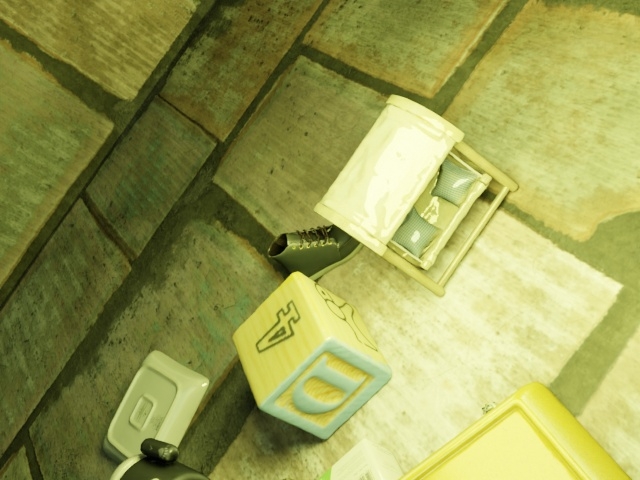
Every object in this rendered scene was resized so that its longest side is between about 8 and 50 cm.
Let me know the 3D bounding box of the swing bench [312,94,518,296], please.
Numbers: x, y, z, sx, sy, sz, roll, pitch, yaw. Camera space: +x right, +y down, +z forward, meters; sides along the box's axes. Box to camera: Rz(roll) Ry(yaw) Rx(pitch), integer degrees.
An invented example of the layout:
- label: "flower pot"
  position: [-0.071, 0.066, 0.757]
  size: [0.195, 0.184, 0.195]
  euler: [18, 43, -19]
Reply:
- label: "swing bench"
  position: [0.170, -0.080, 1.467]
  size: [0.253, 0.254, 0.165]
  euler: [-56, 38, 0]

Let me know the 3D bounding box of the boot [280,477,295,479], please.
- label: "boot"
  position: [-0.084, 0.501, 1.442]
  size: [0.219, 0.106, 0.082]
  euler: [-50, 38, 7]

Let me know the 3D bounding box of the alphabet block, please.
- label: "alphabet block"
  position: [-0.018, 0.213, 1.515]
  size: [0.193, 0.192, 0.197]
  euler: [-44, 38, 12]

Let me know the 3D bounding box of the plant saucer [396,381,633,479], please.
- label: "plant saucer"
  position: [0.253, 0.375, 1.112]
  size: [0.332, 0.081, 0.333]
  euler: [-37, 41, -1]

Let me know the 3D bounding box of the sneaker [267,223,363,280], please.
- label: "sneaker"
  position: [0.000, 0.000, 1.706]
  size: [0.222, 0.118, 0.083]
  euler: [-40, 40, 21]

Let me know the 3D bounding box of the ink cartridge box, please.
- label: "ink cartridge box"
  position: [0.079, 0.458, 1.307]
  size: [0.160, 0.092, 0.219]
  euler: [-44, 40, 13]

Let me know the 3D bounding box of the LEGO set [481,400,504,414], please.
- label: "LEGO set"
  position: [0.281, 0.274, 1.278]
  size: [0.083, 0.023, 0.054]
  euler: [-8, 58, 44]

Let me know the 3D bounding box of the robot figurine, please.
- label: "robot figurine"
  position: [-0.309, 0.524, 1.623]
  size: [0.278, 0.173, 0.209]
  euler: [4, 60, 48]

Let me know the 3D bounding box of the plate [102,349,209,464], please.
- label: "plate"
  position: [-0.402, 0.408, 1.909]
  size: [0.278, 0.045, 0.277]
  euler: [14, 74, 51]
